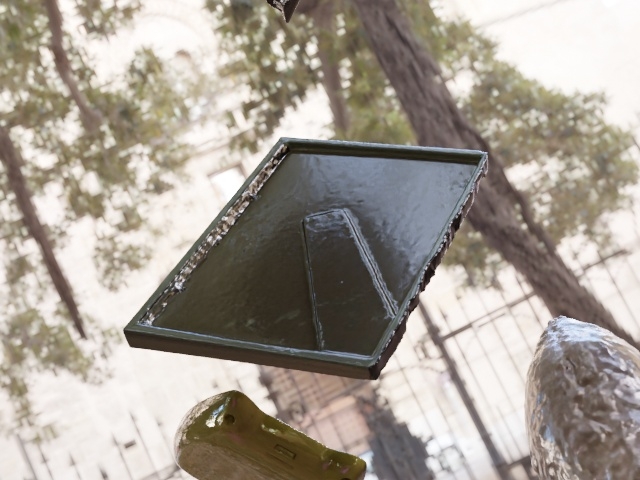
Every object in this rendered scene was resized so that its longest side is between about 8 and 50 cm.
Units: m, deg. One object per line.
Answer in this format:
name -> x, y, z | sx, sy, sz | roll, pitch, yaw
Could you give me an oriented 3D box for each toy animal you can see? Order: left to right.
toy animal -> 0.347, 0.239, 1.323 | 0.188, 0.358, 0.226 | -26, -49, 14

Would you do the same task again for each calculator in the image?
calculator -> -0.053, 0.197, 0.943 | 0.033, 0.157, 0.236 | -64, 5, -27

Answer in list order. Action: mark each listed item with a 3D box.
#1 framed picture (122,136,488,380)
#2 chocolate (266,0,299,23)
framed picture -> 0.000, 0.001, 0.819 | 0.192, 0.018, 0.265 | 6, 38, 25
chocolate -> -0.062, -0.386, 1.434 | 0.156, 0.133, 0.156 | -60, 5, 10
